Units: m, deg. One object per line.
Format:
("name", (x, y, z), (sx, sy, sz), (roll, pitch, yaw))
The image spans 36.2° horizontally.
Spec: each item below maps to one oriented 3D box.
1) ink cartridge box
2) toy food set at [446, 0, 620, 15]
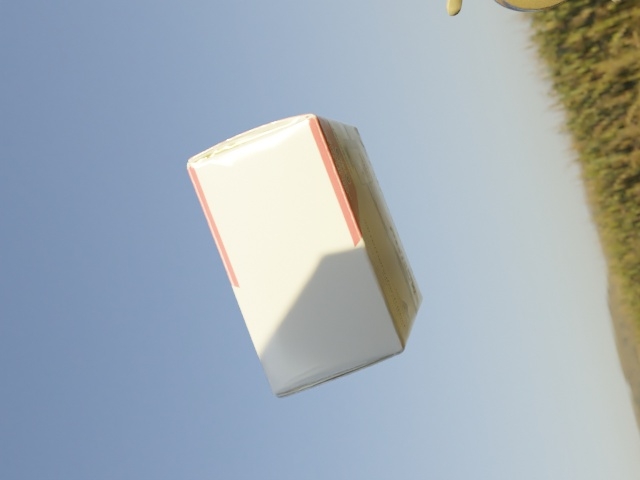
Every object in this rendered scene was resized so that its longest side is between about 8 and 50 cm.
("ink cartridge box", (0.000, 0.000, 0.896), (0.283, 0.117, 0.207), (-31, -80, -80))
("toy food set", (0.207, -0.272, 0.906), (0.132, 0.192, 0.038), (97, 162, -46))
